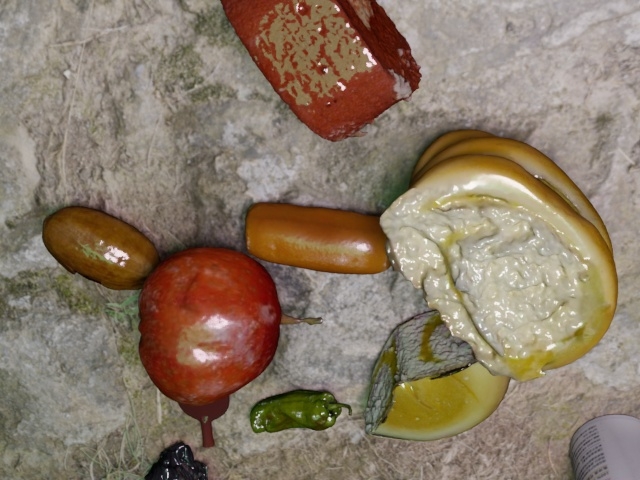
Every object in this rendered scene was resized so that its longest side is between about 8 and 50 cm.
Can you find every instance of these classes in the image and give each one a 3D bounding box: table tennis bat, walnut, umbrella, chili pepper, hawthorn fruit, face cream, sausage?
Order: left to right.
[{"bbox_3d":[-0.335,0.016,1.121,0.207,0.116,0.116,24,115,-9],"label":"walnut"},{"bbox_3d":[-0.206,0.298,1.266,0.098,0.019,0.154,0,111,9],"label":"table tennis bat"},{"bbox_3d":[-0.203,0.492,1.304,0.272,0.110,0.122,45,78,-12],"label":"umbrella"},{"bbox_3d":[-0.133,0.120,1.071,0.272,0.242,0.242,-7,112,0],"label":"hawthorn fruit"},{"bbox_3d":[-0.019,0.289,1.202,0.204,0.073,0.072,-13,129,26],"label":"chili pepper"},{"bbox_3d":[0.000,0.000,1.063,0.238,0.098,0.098,7,114,7],"label":"sausage"},{"bbox_3d":[0.454,0.417,1.013,0.145,0.369,0.145,3,115,7],"label":"face cream"}]

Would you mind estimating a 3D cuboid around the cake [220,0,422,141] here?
[{"bbox_3d":[0.003,-0.262,0.901,0.151,0.177,0.283,-31,104,20],"label":"cake"}]

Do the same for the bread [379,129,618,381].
[{"bbox_3d":[0.252,-0.005,0.923,0.211,0.270,0.315,-35,97,36],"label":"bread"}]

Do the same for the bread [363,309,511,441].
[{"bbox_3d":[0.181,0.215,1.101,0.261,0.158,0.156,-21,118,17],"label":"bread"}]
